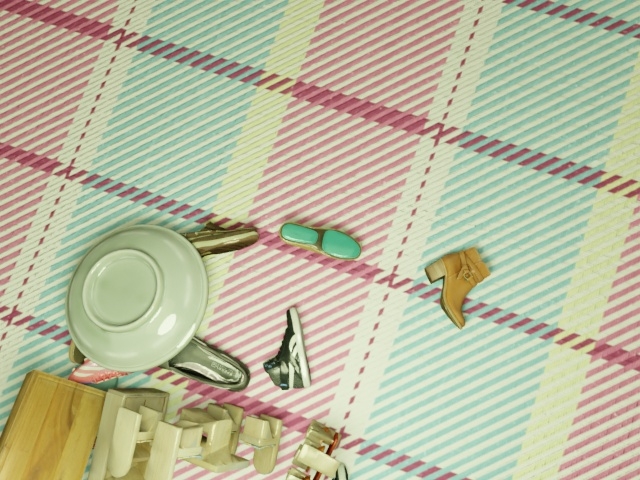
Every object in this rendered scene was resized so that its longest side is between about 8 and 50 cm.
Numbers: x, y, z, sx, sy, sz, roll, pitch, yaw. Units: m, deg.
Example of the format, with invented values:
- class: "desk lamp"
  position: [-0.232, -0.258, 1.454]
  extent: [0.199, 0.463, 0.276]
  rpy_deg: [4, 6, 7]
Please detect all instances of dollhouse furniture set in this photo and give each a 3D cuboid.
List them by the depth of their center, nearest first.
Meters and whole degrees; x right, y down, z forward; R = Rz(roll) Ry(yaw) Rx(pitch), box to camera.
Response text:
- class: "dollhouse furniture set"
  position: [-0.018, 0.593, 1.374]
  extent: [0.135, 0.262, 0.259]
  rpy_deg: [27, 86, 5]
- class: "dollhouse furniture set"
  position: [-0.365, 0.531, 1.375]
  extent: [0.394, 0.362, 0.256]
  rpy_deg: [5, 81, 34]

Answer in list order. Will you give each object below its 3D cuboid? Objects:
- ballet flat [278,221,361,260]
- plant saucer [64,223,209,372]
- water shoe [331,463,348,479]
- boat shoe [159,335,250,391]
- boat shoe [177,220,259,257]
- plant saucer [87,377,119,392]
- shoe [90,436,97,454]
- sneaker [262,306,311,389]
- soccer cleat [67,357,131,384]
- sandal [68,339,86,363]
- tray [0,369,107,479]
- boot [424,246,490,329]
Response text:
- class: "ballet flat"
  position: [0.000, 0.000, 1.546]
  extent: [0.232, 0.073, 0.080]
  rpy_deg: [18, 80, 1]
- class: "plant saucer"
  position: [-0.496, 0.135, 1.462]
  extent: [0.400, 0.100, 0.400]
  rpy_deg: [-3, 72, 8]
- class: "water shoe"
  position: [0.029, 0.682, 1.453]
  extent: [0.080, 0.073, 0.203]
  rpy_deg: [2, 82, 7]
- class: "boat shoe"
  position: [-0.340, 0.308, 1.491]
  extent: [0.335, 0.095, 0.112]
  rpy_deg: [23, 72, -4]
- class: "boat shoe"
  position: [-0.302, -0.012, 1.562]
  extent: [0.257, 0.095, 0.095]
  rpy_deg: [-13, 76, 3]
- class: "plant saucer"
  position: [-0.616, 0.385, 1.571]
  extent: [0.119, 0.021, 0.119]
  rpy_deg: [-1, 83, 4]
- class: "shoe"
  position: [-0.656, 0.532, 1.533]
  extent: [0.178, 0.063, 0.081]
  rpy_deg: [-1, 88, 9]
- class: "sneaker"
  position: [-0.101, 0.295, 1.510]
  extent: [0.121, 0.079, 0.217]
  rpy_deg: [-10, 83, 2]
- class: "soccer cleat"
  position: [-0.556, 0.339, 1.522]
  extent: [0.248, 0.083, 0.095]
  rpy_deg: [-28, 72, -17]
- class: "sandal"
  position: [-0.651, 0.220, 1.566]
  extent: [0.079, 0.088, 0.240]
  rpy_deg: [1, 65, 34]
- class: "tray"
  position: [-0.677, 0.543, 1.353]
  extent: [0.203, 0.076, 0.411]
  rpy_deg: [31, 52, -31]
- class: "boot"
  position: [0.384, 0.124, 1.498]
  extent: [0.152, 0.073, 0.197]
  rpy_deg: [-23, 84, -3]
